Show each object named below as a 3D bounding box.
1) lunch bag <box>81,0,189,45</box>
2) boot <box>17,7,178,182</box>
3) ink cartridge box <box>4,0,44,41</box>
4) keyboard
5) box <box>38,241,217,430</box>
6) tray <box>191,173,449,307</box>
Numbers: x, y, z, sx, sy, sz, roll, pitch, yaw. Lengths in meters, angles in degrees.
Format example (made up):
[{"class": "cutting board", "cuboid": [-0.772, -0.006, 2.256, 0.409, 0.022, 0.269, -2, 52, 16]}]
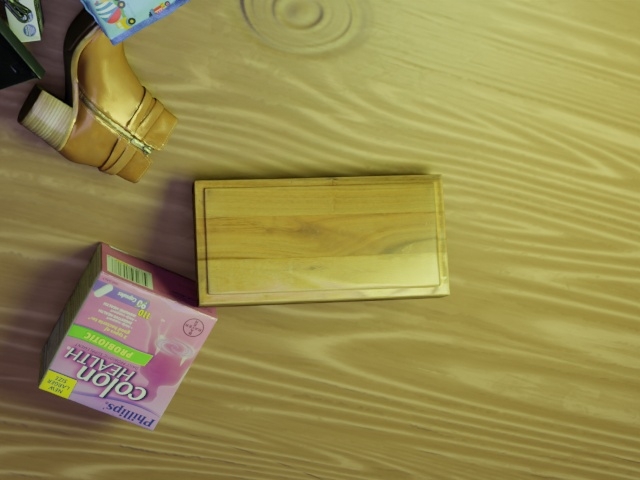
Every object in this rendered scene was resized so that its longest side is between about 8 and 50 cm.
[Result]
[{"class": "lunch bag", "cuboid": [-0.260, -0.440, 1.825, 0.293, 0.138, 0.221, -35, 115, -7]}, {"class": "boot", "cuboid": [-0.304, -0.236, 1.966, 0.220, 0.109, 0.283, 30, 96, -29]}, {"class": "ink cartridge box", "cuboid": [-0.446, -0.403, 1.861, 0.046, 0.097, 0.207, -8, 116, -5]}, {"class": "keyboard", "cuboid": [-0.500, -0.350, 1.796, 0.201, 0.033, 0.317, -7, 132, 43]}, {"class": "box", "cuboid": [-0.326, 0.163, 2.138, 0.214, 0.117, 0.243, 25, 109, -20]}, {"class": "tray", "cuboid": [0.000, 0.000, 2.091, 0.411, 0.076, 0.202, -2, 83, -10]}]
